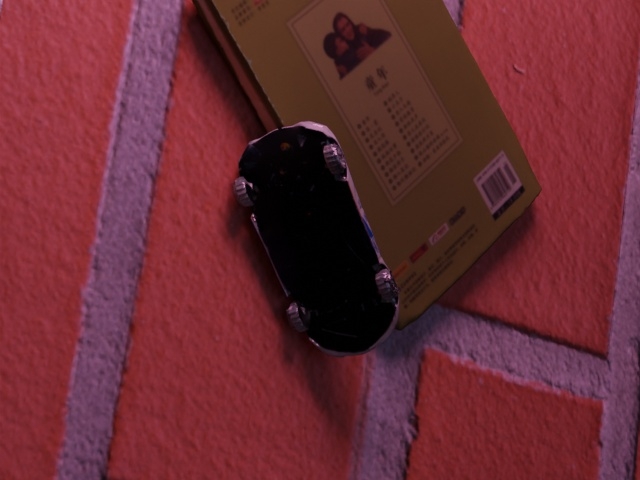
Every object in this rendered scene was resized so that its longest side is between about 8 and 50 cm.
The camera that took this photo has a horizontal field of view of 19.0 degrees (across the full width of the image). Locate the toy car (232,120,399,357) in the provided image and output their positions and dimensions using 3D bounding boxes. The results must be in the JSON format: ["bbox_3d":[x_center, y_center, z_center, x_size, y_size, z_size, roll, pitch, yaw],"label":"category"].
[{"bbox_3d":[0.000,0.000,1.607,0.056,0.095,0.205,-65,133,-73],"label":"toy car"}]

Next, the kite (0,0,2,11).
[{"bbox_3d":[-0.359,-0.224,1.405,0.285,0.015,0.152,2,79,-40],"label":"kite"}]

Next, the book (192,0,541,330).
[{"bbox_3d":[0.052,-0.126,1.695,0.239,0.035,0.352,-42,110,-33],"label":"book"}]
